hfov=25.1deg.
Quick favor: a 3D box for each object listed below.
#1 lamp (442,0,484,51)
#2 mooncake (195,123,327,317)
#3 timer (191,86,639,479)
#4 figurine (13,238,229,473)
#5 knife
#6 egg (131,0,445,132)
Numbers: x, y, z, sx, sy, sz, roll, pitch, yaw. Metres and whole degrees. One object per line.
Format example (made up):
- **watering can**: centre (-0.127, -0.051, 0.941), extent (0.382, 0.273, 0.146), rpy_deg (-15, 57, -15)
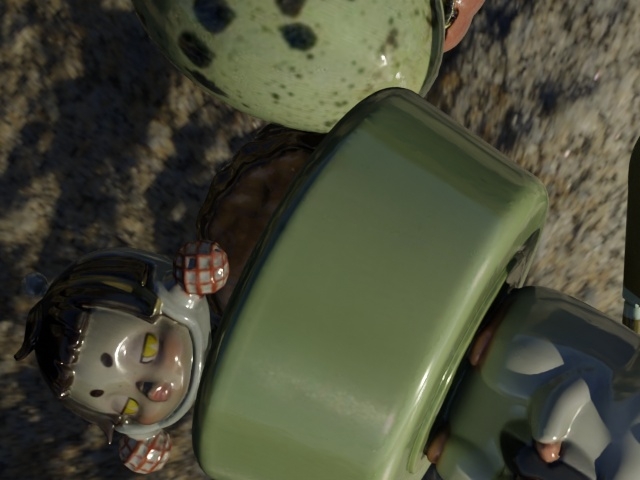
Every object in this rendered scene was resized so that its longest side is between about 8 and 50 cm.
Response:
- **lamp**: centre (0.096, -0.366, 1.974), extent (0.305, 0.239, 0.305), rpy_deg (-8, 122, -13)
- **mooncake**: centre (0.001, 0.001, 1.800), extent (0.324, 0.187, 0.324), rpy_deg (3, 108, 11)
- **timer**: centre (0.118, 0.093, 0.931), extent (0.315, 0.291, 0.290), rpy_deg (27, 86, 14)
- **figurine**: centre (-0.127, 0.113, 1.451), extent (0.370, 0.167, 0.281), rpy_deg (14, 118, -9)
- **knife**: centre (0.317, 0.049, 1.412), extent (0.027, 0.061, 0.343), rpy_deg (-4, 106, -10)
- **egg**: centre (-0.039, -0.271, 1.541), extent (0.287, 0.287, 0.379), rpy_deg (-44, 89, -2)
